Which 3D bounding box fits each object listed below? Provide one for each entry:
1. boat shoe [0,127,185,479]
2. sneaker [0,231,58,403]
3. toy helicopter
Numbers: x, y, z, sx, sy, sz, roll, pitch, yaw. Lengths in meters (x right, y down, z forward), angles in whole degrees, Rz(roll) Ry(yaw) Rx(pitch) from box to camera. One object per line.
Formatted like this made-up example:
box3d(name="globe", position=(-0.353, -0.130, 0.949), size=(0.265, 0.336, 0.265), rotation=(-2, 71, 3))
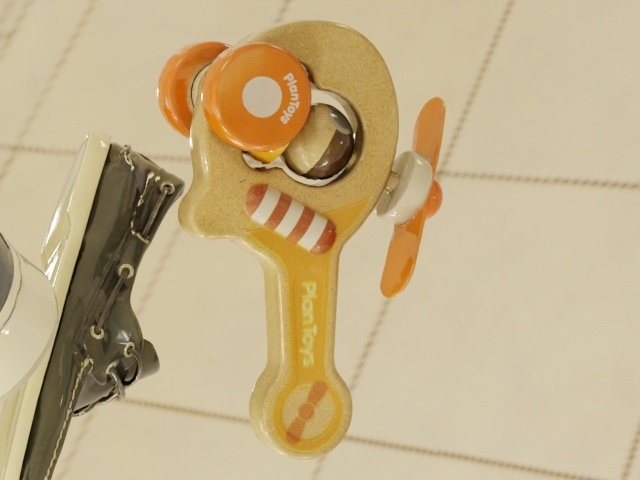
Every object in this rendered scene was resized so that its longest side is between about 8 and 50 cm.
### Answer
box3d(name="boat shoe", position=(-0.182, 0.074, 1.396), size=(0.127, 0.113, 0.340), rotation=(130, 154, -54))
box3d(name="sneaker", position=(-0.201, 0.026, 0.433), size=(0.226, 0.163, 0.086), rotation=(-35, 44, -3))
box3d(name="toy helicopter", position=(0.000, 0.000, 1.387), size=(0.140, 0.235, 0.355), rotation=(-166, 75, -66))
